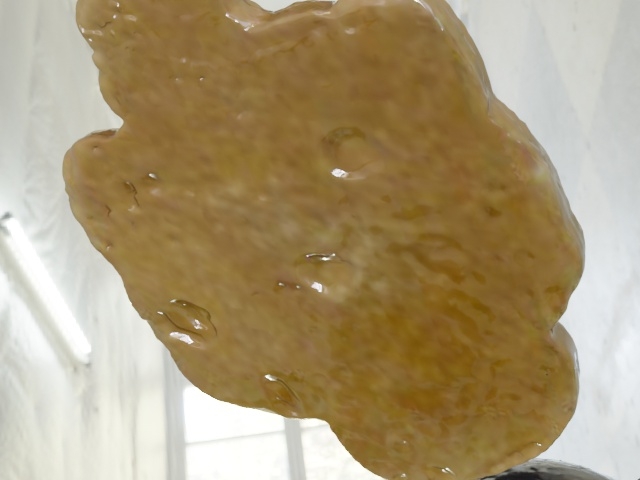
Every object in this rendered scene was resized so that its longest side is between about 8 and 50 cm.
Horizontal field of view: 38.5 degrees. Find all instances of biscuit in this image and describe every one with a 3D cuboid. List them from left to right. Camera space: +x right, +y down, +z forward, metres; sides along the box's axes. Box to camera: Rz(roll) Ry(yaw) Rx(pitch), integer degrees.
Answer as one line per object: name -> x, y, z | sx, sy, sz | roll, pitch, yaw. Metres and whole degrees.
biscuit -> 0.001, -0.002, 0.517 | 0.376, 0.269, 0.051 | 53, -150, -20

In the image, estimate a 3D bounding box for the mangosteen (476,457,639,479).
mangosteen -> 0.189, 0.318, 0.729 | 0.330, 0.330, 0.330 | 172, 90, -90
